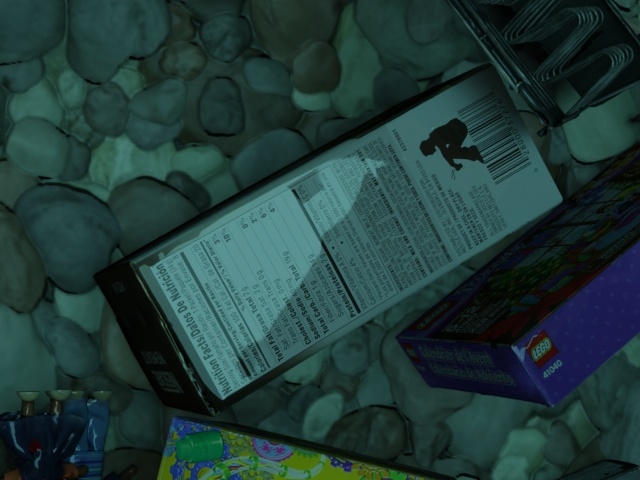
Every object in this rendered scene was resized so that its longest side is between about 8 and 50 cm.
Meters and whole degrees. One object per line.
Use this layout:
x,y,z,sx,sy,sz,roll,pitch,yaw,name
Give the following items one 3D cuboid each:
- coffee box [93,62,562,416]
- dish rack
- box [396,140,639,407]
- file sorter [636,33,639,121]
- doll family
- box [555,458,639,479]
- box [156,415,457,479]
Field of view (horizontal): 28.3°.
0.000,0.000,0.923,0.297,0.168,0.119,-30,96,-17,coffee box
0.148,-0.177,0.924,0.074,0.271,0.208,-40,86,22,dish rack
0.217,0.012,0.978,0.293,0.201,0.057,-37,99,-18,box
0.338,-0.257,1.039,0.182,0.202,0.290,-13,91,-16,file sorter
-0.217,0.162,0.890,0.193,0.076,0.111,2,81,-22,doll family
0.178,0.301,1.023,0.231,0.056,0.183,-18,94,-19,box
-0.023,0.276,0.817,0.177,0.279,0.290,13,81,7,box
